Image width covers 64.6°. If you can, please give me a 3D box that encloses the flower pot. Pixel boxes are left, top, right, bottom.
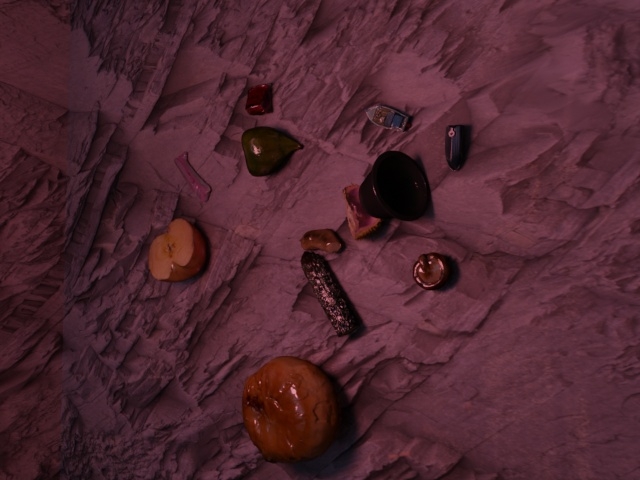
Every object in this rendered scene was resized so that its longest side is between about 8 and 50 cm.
[{"bbox_3d":[0.219,-0.158,1.645,0.148,0.235,0.235,-24,75,54],"label":"flower pot"}]

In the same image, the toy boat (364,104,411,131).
[{"bbox_3d":[0.224,-0.416,1.718,0.173,0.058,0.069,31,108,33],"label":"toy boat"}]

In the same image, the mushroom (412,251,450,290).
[{"bbox_3d":[0.350,0.100,1.601,0.127,0.087,0.127,-3,86,41],"label":"mushroom"}]

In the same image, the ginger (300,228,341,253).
[{"bbox_3d":[0.000,0.002,1.881,0.190,0.069,0.095,-2,85,38],"label":"ginger"}]

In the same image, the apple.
[{"bbox_3d":[-0.628,0.058,2.307,0.293,0.163,0.251,-31,61,20],"label":"apple"}]

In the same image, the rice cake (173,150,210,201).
[{"bbox_3d":[-0.596,-0.299,2.353,0.081,0.051,0.290,-51,62,27],"label":"rice cake"}]

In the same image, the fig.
[{"bbox_3d":[-0.189,-0.365,2.000,0.235,0.203,0.203,-14,78,-4],"label":"fig"}]

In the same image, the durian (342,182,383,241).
[{"bbox_3d":[0.138,-0.090,1.741,0.165,0.132,0.182,-54,48,11],"label":"durian"}]

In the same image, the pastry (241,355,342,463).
[{"bbox_3d":[-0.103,0.618,1.847,0.409,0.245,0.410,-3,86,40],"label":"pastry"}]

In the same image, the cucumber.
[{"bbox_3d":[0.024,0.178,1.851,0.096,0.096,0.359,-42,65,30],"label":"cucumber"}]

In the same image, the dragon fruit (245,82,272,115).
[{"bbox_3d":[-0.244,-0.559,2.069,0.102,0.096,0.147,-7,54,27],"label":"dragon fruit"}]

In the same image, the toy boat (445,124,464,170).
[{"bbox_3d":[0.417,-0.287,1.573,0.055,0.060,0.141,6,101,36],"label":"toy boat"}]
